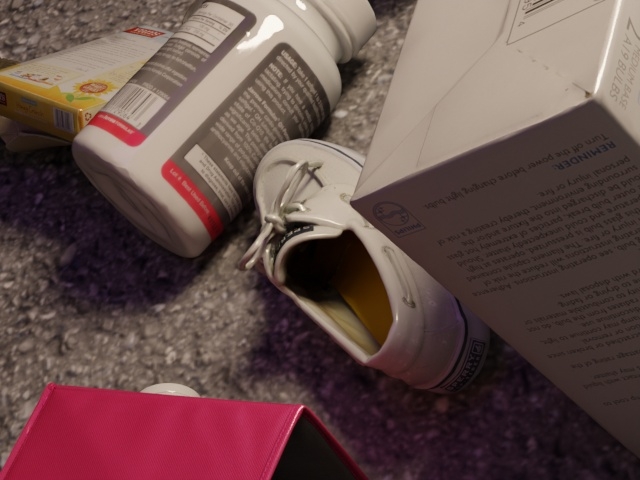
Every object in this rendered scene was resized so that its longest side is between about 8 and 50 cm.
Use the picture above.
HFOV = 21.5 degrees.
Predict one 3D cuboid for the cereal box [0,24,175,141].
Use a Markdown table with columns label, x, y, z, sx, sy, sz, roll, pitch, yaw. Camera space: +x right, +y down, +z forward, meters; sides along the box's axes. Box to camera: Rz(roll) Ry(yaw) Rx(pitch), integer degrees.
| label | x | y | z | sx | sy | sz | roll | pitch | yaw |
| --- | --- | --- | --- | --- | --- | --- | --- | --- | --- |
| cereal box | -0.227 | -0.177 | 1.865 | 0.173 | 0.047 | 0.240 | 21 | 32 | 40 |

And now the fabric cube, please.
| label | x | y | z | sx | sy | sz | roll | pitch | yaw |
| --- | --- | --- | --- | --- | --- | --- | --- | --- | --- |
| fabric cube | -0.104 | 0.285 | 1.272 | 0.258 | 0.254 | 0.259 | 1 | 53 | 35 |

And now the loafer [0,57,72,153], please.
| label | x | y | z | sx | sy | sz | roll | pitch | yaw |
| --- | --- | --- | --- | --- | --- | --- | --- | --- | --- |
| loafer | -0.317 | -0.145 | 1.957 | 0.268 | 0.092 | 0.102 | 19 | 32 | 28 |

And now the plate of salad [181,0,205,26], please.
| label | x | y | z | sx | sy | sz | roll | pitch | yaw |
| --- | --- | --- | --- | --- | --- | --- | --- | --- | --- |
| plate of salad | -0.073 | -0.291 | 1.868 | 0.200 | 0.200 | 0.048 | -34 | 79 | 2 |

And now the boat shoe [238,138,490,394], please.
| label | x | y | z | sx | sy | sz | roll | pitch | yaw |
| --- | --- | --- | --- | --- | --- | --- | --- | --- | --- |
| boat shoe | -0.003 | 0.008 | 1.524 | 0.136 | 0.156 | 0.367 | -59 | 40 | 20 |

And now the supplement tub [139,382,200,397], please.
| label | x | y | z | sx | sy | sz | roll | pitch | yaw |
| --- | --- | --- | --- | --- | --- | --- | --- | --- | --- |
| supplement tub | -0.138 | 0.191 | 1.527 | 0.071 | 0.071 | 0.107 | -21 | 43 | 16 |

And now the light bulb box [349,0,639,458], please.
| label | x | y | z | sx | sy | sz | roll | pitch | yaw |
| --- | --- | --- | --- | --- | --- | --- | --- | --- | --- |
| light bulb box | 0.256 | -0.085 | 1.269 | 0.225 | 0.361 | 0.358 | -21 | 39 | 43 |

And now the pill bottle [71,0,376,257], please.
| label | x | y | z | sx | sy | sz | roll | pitch | yaw |
| --- | --- | --- | --- | --- | --- | --- | --- | --- | --- |
| pill bottle | -0.091 | -0.150 | 1.740 | 0.318 | 0.176 | 0.176 | -48 | 42 | -14 |
